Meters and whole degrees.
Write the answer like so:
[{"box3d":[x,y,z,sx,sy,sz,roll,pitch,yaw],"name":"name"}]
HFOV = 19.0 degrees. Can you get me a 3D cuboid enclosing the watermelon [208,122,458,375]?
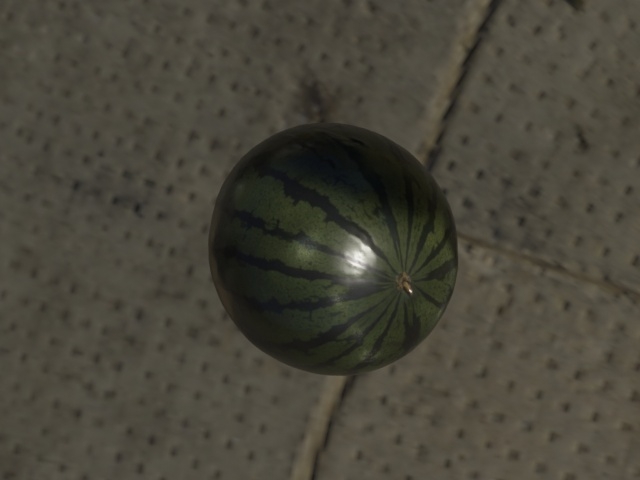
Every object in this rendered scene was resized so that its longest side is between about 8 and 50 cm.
[{"box3d":[0.000,0.000,0.813,0.105,0.105,0.133,-62,29,4],"name":"watermelon"}]
